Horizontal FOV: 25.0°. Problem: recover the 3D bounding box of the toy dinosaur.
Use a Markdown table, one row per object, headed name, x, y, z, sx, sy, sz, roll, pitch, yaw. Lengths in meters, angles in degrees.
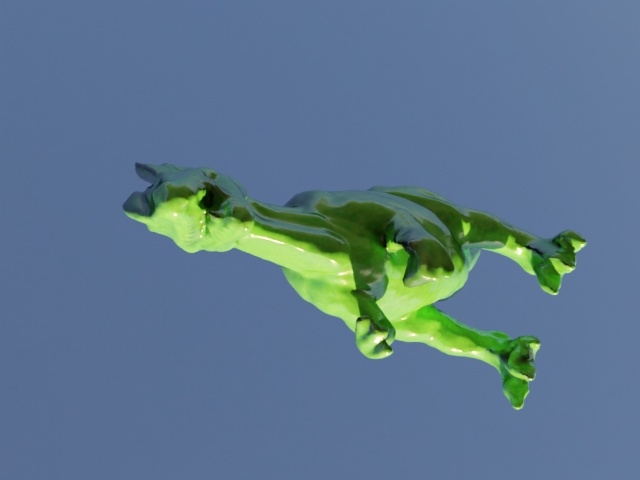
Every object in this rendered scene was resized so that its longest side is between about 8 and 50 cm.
| name | x | y | z | sx | sy | sz | roll | pitch | yaw |
| --- | --- | --- | --- | --- | --- | --- | --- | --- | --- |
| toy dinosaur | 0.000 | 0.000 | 1.181 | 0.375 | 0.500 | 0.144 | 17 | -86 | -16 |
